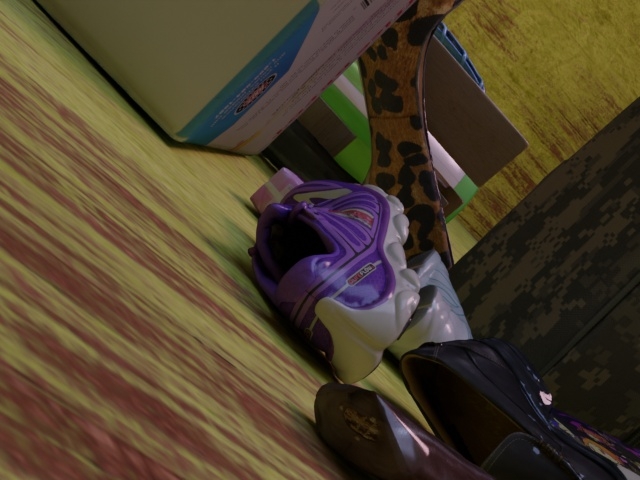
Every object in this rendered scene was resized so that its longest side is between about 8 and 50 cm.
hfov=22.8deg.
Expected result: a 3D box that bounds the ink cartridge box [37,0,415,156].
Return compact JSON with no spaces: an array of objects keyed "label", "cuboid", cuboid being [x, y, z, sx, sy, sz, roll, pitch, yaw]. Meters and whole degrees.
[{"label":"ink cartridge box","cuboid":[-0.055,-0.186,0.940,0.197,0.198,0.270,46,5,3]}]

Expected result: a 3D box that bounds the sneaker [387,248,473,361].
[{"label":"sneaker","cuboid":[0.059,0.050,0.914,0.061,0.054,0.152,55,10,-12]}]

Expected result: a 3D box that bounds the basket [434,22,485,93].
[{"label":"basket","cuboid":[0.068,-0.195,1.855,0.255,0.201,0.289,46,-4,-10]}]

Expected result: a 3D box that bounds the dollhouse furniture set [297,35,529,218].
[{"label":"dollhouse furniture set","cuboid":[0.057,-0.078,1.241,0.144,0.151,0.123,49,6,0]}]

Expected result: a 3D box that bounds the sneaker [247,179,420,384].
[{"label":"sneaker","cuboid":[0.000,0.000,0.728,0.071,0.068,0.170,39,8,-16]}]

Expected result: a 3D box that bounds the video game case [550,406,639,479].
[{"label":"video game case","cuboid":[0.204,0.176,0.833,0.232,0.042,0.210,28,12,-25]}]

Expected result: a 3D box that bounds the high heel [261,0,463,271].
[{"label":"high heel","cuboid":[0.094,-0.099,1.118,0.186,0.261,0.093,44,19,3]}]

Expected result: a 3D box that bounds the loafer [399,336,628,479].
[{"label":"loafer","cuboid":[0.091,0.110,0.721,0.061,0.062,0.170,9,30,-39]}]

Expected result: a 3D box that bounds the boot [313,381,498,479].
[{"label":"boot","cuboid":[0.054,0.098,0.569,0.106,0.037,0.114,34,-8,44]}]

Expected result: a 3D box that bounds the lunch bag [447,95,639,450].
[{"label":"lunch bag","cuboid":[0.266,0.057,1.056,0.256,0.305,0.212,43,7,-21]}]

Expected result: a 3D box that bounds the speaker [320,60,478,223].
[{"label":"speaker","cuboid":[0.024,-0.138,1.543,0.296,0.131,0.131,45,6,-16]}]

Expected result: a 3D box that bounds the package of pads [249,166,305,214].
[{"label":"package of pads","cuboid":[0.001,0.000,0.889,0.083,0.032,0.050,48,3,15]}]
